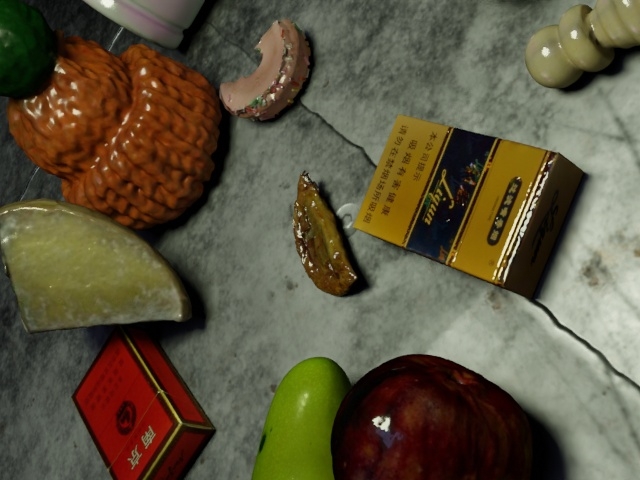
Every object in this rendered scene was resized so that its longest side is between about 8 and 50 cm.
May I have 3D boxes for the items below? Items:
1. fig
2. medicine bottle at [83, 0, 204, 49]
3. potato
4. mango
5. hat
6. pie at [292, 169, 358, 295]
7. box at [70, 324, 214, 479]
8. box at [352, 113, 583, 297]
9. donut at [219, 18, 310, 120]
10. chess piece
[{"bbox_3d":[0.086,0.238,0.895,0.186,0.204,0.249,49,119,41],"label":"fig"},{"bbox_3d":[-0.248,-0.502,1.467,0.325,0.212,0.212,-57,46,13],"label":"medicine bottle"},{"bbox_3d":[-0.324,0.026,1.336,0.264,0.211,0.189,-4,94,0],"label":"potato"},{"bbox_3d":[-0.013,0.276,1.000,0.175,0.143,0.293,118,157,-59],"label":"mango"},{"bbox_3d":[-0.351,-0.174,1.316,0.285,0.400,0.285,-12,70,38],"label":"hat"},{"bbox_3d":[0.000,0.003,1.176,0.088,0.033,0.191,-54,46,36],"label":"pie"},{"bbox_3d":[-0.266,0.251,1.307,0.153,0.074,0.240,-54,47,9],"label":"box"},{"bbox_3d":[0.161,-0.045,1.018,0.237,0.070,0.152,24,92,48],"label":"box"},{"bbox_3d":[-0.072,-0.234,1.307,0.166,0.065,0.117,-45,48,23],"label":"donut"},{"bbox_3d":[0.293,-0.219,0.944,0.170,0.094,0.094,-29,57,37],"label":"chess piece"}]
